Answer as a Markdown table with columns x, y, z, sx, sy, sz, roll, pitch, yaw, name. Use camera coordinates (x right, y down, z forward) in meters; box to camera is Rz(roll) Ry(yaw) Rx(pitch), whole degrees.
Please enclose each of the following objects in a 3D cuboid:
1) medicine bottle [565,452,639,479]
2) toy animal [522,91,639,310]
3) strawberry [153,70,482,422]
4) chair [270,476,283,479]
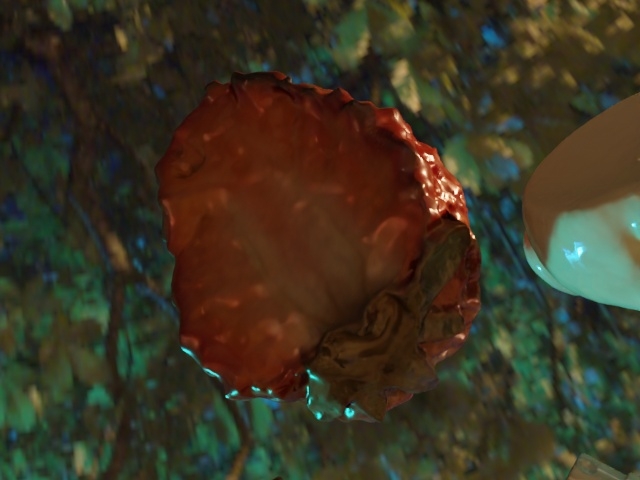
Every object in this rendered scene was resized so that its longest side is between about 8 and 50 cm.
| x | y | z | sx | sy | sz | roll | pitch | yaw | name |
| --- | --- | --- | --- | --- | --- | --- | --- | --- | --- |
| 0.343 | 0.263 | 1.488 | 0.352 | 0.110 | 0.110 | 27 | -66 | 12 | medicine bottle |
| 0.324 | 0.053 | 1.551 | 0.367 | 0.241 | 0.196 | 44 | -120 | -8 | toy animal |
| 0.000 | 0.000 | 1.660 | 0.265 | 0.336 | 0.149 | -50 | -38 | 13 | strawberry |
| -0.091 | 0.274 | 0.968 | 0.272 | 0.188 | 0.166 | -26 | -37 | -18 | chair |
